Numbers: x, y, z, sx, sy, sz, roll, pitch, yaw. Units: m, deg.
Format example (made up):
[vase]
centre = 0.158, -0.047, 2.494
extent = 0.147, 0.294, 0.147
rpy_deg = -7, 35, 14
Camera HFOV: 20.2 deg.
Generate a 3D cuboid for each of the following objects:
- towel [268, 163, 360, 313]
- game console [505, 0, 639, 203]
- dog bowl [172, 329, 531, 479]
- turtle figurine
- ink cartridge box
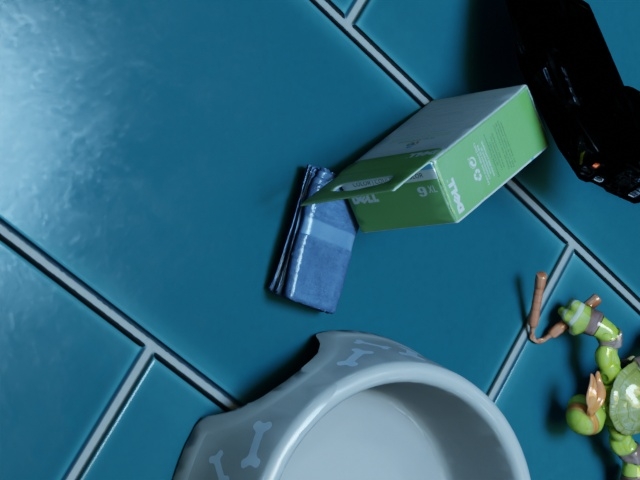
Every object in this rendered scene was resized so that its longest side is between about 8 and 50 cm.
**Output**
[towel]
centre = 0.000, 0.000, 1.541
extent = 0.067, 0.029, 0.119
rpy_deg = 23, 77, -37
[game console]
centre = 0.302, -0.119, 1.690
extent = 0.361, 0.044, 0.213
rpy_deg = 19, 45, -47
[dog bowl]
centre = 0.039, 0.252, 1.534
extent = 0.349, 0.102, 0.348
rpy_deg = -1, 91, -35
[turtle figurine]
centre = 0.304, 0.128, 1.723
extent = 0.217, 0.087, 0.269
rpy_deg = -25, 106, -32
[ink cartridge box]
centre = 0.092, -0.058, 1.530
extent = 0.209, 0.109, 0.062
rpy_deg = -39, 113, -42
